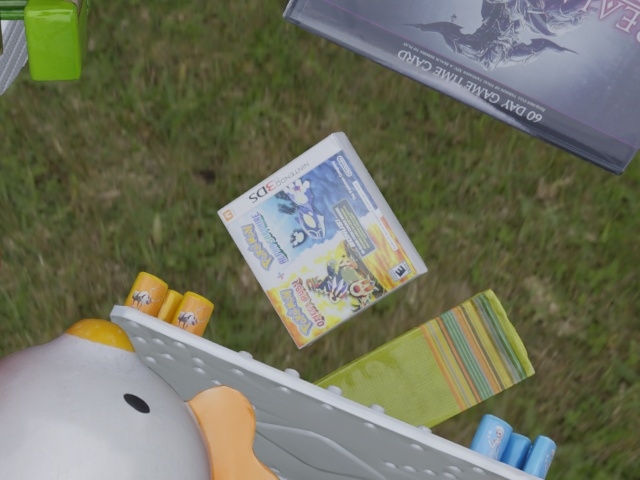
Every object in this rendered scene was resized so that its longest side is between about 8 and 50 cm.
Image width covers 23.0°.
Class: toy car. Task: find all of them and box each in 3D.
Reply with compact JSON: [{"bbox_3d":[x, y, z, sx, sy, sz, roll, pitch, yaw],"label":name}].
[{"bbox_3d":[-0.122,0.067,0.604,0.238,0.219,0.210,13,91,-8],"label":"toy car"}]

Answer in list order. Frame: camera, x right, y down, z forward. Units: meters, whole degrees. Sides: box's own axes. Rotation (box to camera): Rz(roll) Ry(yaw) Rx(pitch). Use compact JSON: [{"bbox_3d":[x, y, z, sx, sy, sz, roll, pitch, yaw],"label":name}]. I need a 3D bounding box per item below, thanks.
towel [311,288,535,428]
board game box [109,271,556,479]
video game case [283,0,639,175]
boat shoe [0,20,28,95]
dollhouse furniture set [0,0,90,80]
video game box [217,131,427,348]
[{"bbox_3d":[0.095,0.146,1.622,0.237,0.021,0.102,-28,73,1],"label":"towel"},{"bbox_3d":[0.005,0.175,1.458,0.390,0.390,0.050,22,71,5],"label":"board game box"},{"bbox_3d":[0.125,-0.176,0.735,0.196,0.274,0.026,24,33,-8],"label":"video game case"},{"bbox_3d":[-0.303,-0.292,1.482,0.119,0.121,0.335,14,71,-1],"label":"boat shoe"},{"bbox_3d":[-0.315,-0.207,1.097,0.302,0.151,0.197,-2,26,-4],"label":"dollhouse furniture set"},{"bbox_3d":[0.000,0.000,1.940,0.187,0.048,0.205,-34,84,22],"label":"video game box"}]
